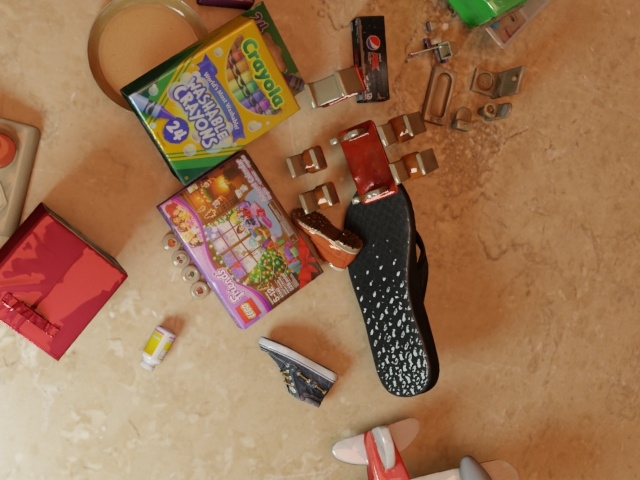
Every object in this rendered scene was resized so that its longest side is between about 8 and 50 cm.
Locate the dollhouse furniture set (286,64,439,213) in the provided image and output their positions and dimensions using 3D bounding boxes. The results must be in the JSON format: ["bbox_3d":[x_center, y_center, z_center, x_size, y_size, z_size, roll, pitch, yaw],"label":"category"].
[{"bbox_3d":[0.073,-0.201,1.709,0.262,0.135,0.259,-18,95,28],"label":"dollhouse furniture set"}]

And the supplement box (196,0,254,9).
[{"bbox_3d":[-0.174,-0.543,1.684,0.104,0.081,0.188,3,93,-15],"label":"supplement box"}]

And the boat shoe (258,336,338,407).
[{"bbox_3d":[-0.057,0.265,1.773,0.183,0.065,0.083,30,84,-15],"label":"boat shoe"}]

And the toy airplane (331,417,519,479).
[{"bbox_3d":[0.169,0.544,1.742,0.384,0.272,0.386,32,86,-14],"label":"toy airplane"}]

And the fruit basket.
[{"bbox_3d":[0.382,-0.616,1.782,0.353,0.165,0.327,-43,102,-12],"label":"fruit basket"}]

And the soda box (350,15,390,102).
[{"bbox_3d":[0.100,-0.363,1.780,0.060,0.053,0.168,-5,95,-15],"label":"soda box"}]

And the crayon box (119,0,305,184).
[{"bbox_3d":[-0.183,-0.280,1.669,0.323,0.083,0.203,-35,120,-10],"label":"crayon box"}]

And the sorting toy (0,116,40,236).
[{"bbox_3d":[-0.639,-0.080,1.577,0.229,0.041,0.307,13,90,-35],"label":"sorting toy"}]

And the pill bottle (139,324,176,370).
[{"bbox_3d":[-0.317,0.209,1.714,0.043,0.043,0.083,31,86,-14],"label":"pill bottle"}]

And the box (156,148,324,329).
[{"bbox_3d":[-0.153,-0.001,1.725,0.201,0.057,0.293,-36,102,-15],"label":"box"}]

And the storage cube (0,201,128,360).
[{"bbox_3d":[-0.482,0.068,1.576,0.184,0.215,0.193,41,82,-20],"label":"storage cube"}]

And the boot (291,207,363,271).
[{"bbox_3d":[0.000,0.000,1.774,0.158,0.084,0.059,34,40,8],"label":"boot"}]

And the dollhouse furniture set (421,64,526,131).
[{"bbox_3d":[0.309,-0.298,1.801,0.151,0.123,0.144,13,90,-15],"label":"dollhouse furniture set"}]

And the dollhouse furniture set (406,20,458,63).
[{"bbox_3d":[0.217,-0.395,1.779,0.081,0.114,0.091,-17,100,-9],"label":"dollhouse furniture set"}]

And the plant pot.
[{"bbox_3d":[-0.324,-0.354,1.683,0.236,0.032,0.236,-1,94,-15],"label":"plant pot"}]

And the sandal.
[{"bbox_3d":[0.151,0.088,1.783,0.107,0.168,0.445,-8,89,-53],"label":"sandal"}]

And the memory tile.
[{"bbox_3d":[-0.233,0.032,1.741,0.113,0.012,0.148,-31,100,-11],"label":"memory tile"}]
